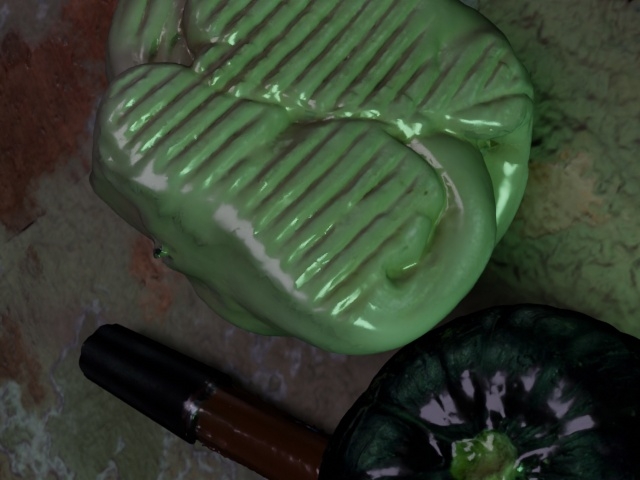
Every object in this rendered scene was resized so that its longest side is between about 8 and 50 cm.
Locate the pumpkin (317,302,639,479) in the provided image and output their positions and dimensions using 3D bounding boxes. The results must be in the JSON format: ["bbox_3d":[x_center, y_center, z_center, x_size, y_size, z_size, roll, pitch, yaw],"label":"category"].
[{"bbox_3d":[0.154,0.203,0.899,0.315,0.238,0.315,-9,66,22],"label":"pumpkin"}]

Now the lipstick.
[{"bbox_3d":[-0.066,0.183,1.135,0.418,0.077,0.077,22,99,31],"label":"lipstick"}]

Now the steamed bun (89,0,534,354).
[{"bbox_3d":[-0.020,-0.078,1.008,0.367,0.255,0.342,38,67,3],"label":"steamed bun"}]
